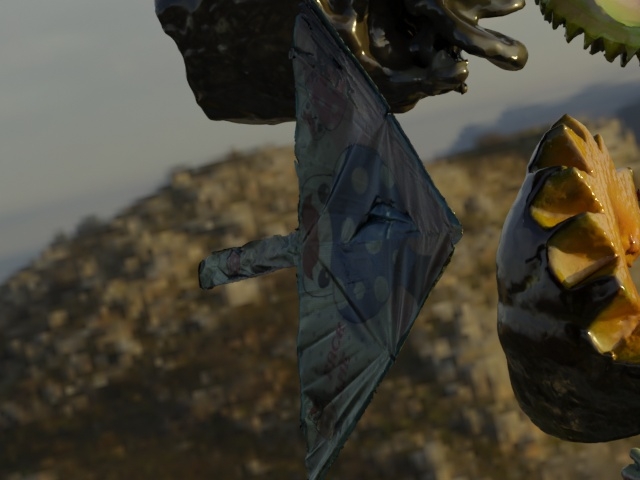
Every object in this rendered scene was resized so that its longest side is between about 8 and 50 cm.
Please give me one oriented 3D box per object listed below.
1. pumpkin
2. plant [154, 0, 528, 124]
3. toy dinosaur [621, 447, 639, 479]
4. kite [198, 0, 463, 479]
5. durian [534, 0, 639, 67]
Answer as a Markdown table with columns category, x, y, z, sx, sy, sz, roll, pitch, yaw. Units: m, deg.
| category | x | y | z | sx | sy | sz | roll | pitch | yaw |
| --- | --- | --- | --- | --- | --- | --- | --- | --- | --- |
| pumpkin | 0.156 | 0.027 | 1.315 | 0.149 | 0.130 | 0.254 | -36 | 32 | 25 |
| plant | 0.024 | -0.196 | 1.417 | 0.276 | 0.188 | 0.199 | -9 | 21 | 19 |
| toy dinosaur | 0.283 | 0.141 | 1.151 | 0.053 | 0.167 | 0.242 | 9 | 22 | -34 |
| kite | 0.000 | 0.000 | 1.226 | 0.011 | 0.335 | 0.314 | 2 | -5 | -33 |
| durian | 0.345 | -0.223 | 1.427 | 0.355 | 0.169 | 0.157 | -28 | 1 | 2 |
